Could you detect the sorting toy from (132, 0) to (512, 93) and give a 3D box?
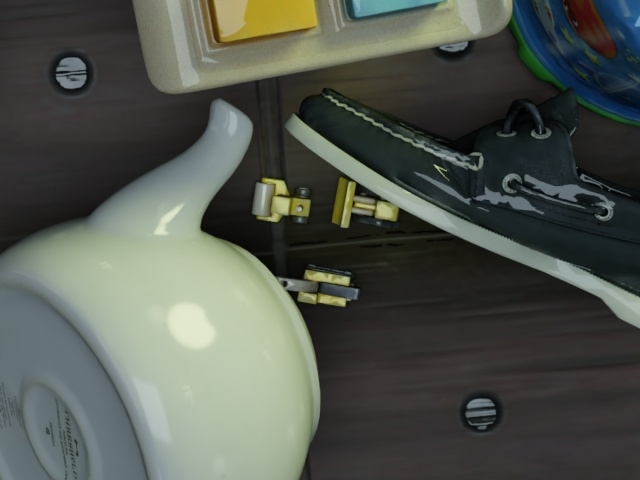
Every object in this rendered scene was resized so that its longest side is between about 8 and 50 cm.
[{"bbox_3d":[-0.008,-0.191,1.016,0.208,0.038,0.193,-11,97,-7],"label":"sorting toy"}]

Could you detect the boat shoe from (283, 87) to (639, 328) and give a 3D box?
[{"bbox_3d":[0.149,-0.036,1.154,0.340,0.127,0.113,26,99,4],"label":"boat shoe"}]

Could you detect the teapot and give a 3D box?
[{"bbox_3d":[-0.087,0.091,1.149,0.187,0.256,0.252,-23,73,-36],"label":"teapot"}]

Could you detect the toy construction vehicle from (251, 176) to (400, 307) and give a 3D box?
[{"bbox_3d":[0.000,0.000,1.211,0.098,0.035,0.086,12,97,-3],"label":"toy construction vehicle"}]

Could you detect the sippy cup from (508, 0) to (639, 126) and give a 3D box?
[{"bbox_3d":[0.228,-0.175,1.098,0.305,0.224,0.240,-15,98,0],"label":"sippy cup"}]
